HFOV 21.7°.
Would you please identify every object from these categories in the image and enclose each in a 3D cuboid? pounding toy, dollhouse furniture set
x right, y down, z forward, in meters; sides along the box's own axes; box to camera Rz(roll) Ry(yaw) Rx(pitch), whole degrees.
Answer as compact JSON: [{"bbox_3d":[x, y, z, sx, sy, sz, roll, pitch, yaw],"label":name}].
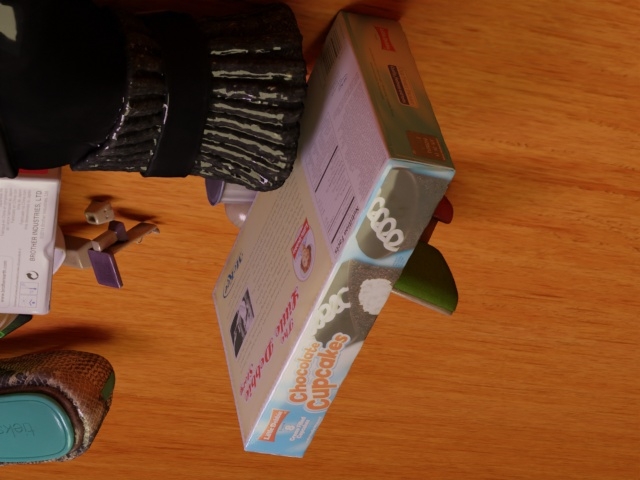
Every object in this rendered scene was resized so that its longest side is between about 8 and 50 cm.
[{"bbox_3d":[0.042,-0.020,1.642,0.237,0.110,0.183,23,180,20],"label":"pounding toy"},{"bbox_3d":[-0.227,-0.016,1.727,0.114,0.091,0.081,10,-146,42],"label":"dollhouse furniture set"}]

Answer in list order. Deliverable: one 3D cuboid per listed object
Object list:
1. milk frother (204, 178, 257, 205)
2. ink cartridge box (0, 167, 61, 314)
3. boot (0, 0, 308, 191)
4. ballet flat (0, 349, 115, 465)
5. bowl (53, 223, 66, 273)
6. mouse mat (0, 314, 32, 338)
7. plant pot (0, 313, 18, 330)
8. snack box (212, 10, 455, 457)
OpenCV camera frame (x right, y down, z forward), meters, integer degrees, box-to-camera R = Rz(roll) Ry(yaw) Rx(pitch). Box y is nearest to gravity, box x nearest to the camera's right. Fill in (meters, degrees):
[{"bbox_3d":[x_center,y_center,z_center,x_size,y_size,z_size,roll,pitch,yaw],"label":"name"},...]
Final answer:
[{"bbox_3d":[-0.034,-0.035,1.494,0.134,0.143,0.129,2,167,-15],"label":"milk frother"},{"bbox_3d":[-0.402,-0.017,1.552,0.311,0.065,0.186,1,135,-14],"label":"ink cartridge box"},{"bbox_3d":[-0.135,-0.139,1.226,0.260,0.131,0.348,2,163,-5],"label":"boot"},{"bbox_3d":[-0.474,0.221,2.143,0.482,0.164,0.182,-9,-159,21],"label":"ballet flat"},{"bbox_3d":[-0.336,0.000,1.698,0.142,0.053,0.142,8,159,-23],"label":"bowl"},{"bbox_3d":[-0.450,0.112,1.970,0.152,0.007,0.189,-30,158,23],"label":"mouse mat"},{"bbox_3d":[-0.433,0.071,1.835,0.236,0.032,0.236,-11,151,-6],"label":"plant pot"},{"bbox_3d":[0.000,0.000,1.348,0.060,0.187,0.322,9,130,-22],"label":"snack box"}]
